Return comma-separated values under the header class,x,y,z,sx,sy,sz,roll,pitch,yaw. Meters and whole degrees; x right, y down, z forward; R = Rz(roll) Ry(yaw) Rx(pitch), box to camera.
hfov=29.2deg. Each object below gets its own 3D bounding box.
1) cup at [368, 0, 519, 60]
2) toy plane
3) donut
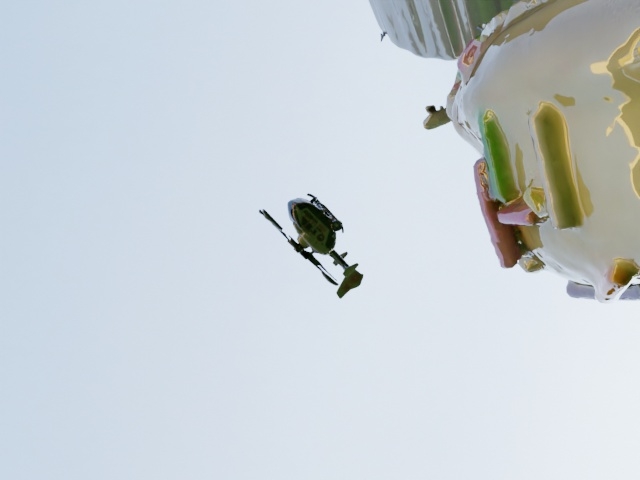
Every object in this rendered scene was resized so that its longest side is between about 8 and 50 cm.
class,x,y,z,sx,sy,sz,roll,pitch,yaw
cup,0.074,-0.264,0.920,0.167,0.221,0.202,-40,-37,-11
toy plane,0.000,0.000,1.088,0.049,0.031,0.121,-45,-64,-1
donut,0.248,-0.065,0.523,0.371,0.307,0.150,-10,-92,-4
